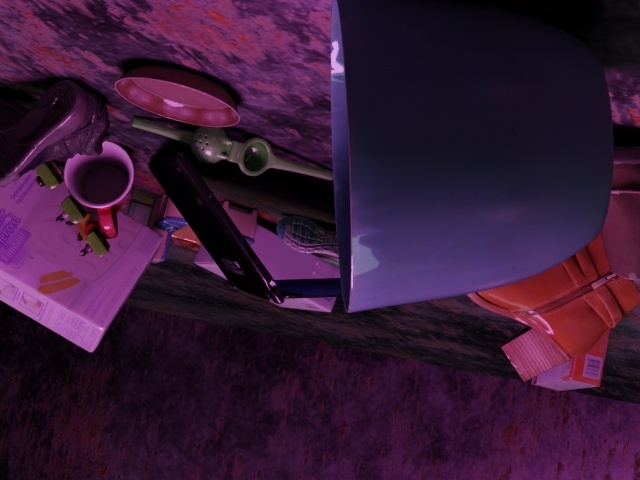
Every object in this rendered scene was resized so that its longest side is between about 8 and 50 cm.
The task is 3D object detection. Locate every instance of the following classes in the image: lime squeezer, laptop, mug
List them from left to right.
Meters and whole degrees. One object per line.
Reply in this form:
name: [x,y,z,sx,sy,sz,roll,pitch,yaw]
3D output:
mug: [-0.375,-0.083,2.078,0.113,0.150,0.169,19,173,-3]
lime squeezer: [-0.126,-0.125,1.784,0.310,0.059,0.110,14,169,-6]
laptop: [-0.046,-0.025,1.945,0.408,0.236,0.382,55,169,-9]

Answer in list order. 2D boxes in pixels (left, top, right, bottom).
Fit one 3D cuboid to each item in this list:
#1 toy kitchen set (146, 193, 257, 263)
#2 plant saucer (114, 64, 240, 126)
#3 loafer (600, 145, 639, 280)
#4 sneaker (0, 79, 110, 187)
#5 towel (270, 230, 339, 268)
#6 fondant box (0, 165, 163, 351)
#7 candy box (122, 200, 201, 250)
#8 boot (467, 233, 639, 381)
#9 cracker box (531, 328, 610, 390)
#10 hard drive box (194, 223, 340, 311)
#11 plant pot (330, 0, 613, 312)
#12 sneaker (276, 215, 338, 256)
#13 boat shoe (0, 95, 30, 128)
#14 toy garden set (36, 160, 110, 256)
toy kitchen set: [-0.230,-0.009,2.307,0.166,0.122,0.207,17,169,-18]
plant saucer: [-0.184,-0.191,1.600,0.168,0.029,0.168,14,170,3]
loafer: [0.404,-0.016,1.487,0.133,0.130,0.366,5,166,36]
sneaker: [-0.394,-0.138,1.780,0.227,0.087,0.130,-36,153,19]
towel: [-0.009,0.050,2.555,0.247,0.038,0.325,16,169,-6]
fondant box: [-0.483,0.013,2.191,0.330,0.238,0.096,30,141,-4]
candy box: [-0.329,-0.031,2.505,0.186,0.053,0.109,17,169,-8]
boot: [0.318,0.040,1.780,0.283,0.220,0.109,56,-177,1]
cracker box: [0.500,0.214,2.442,0.067,0.156,0.232,15,169,-7]
hard drive box: [-0.100,0.053,2.407,0.232,0.089,0.181,29,164,-33]
plant pot: [0.133,-0.086,1.129,0.235,0.293,0.293,-3,169,-2]
sneaker: [0.000,0.000,2.245,0.166,0.065,0.076,18,178,2]
boat shoe: [-0.601,-0.188,1.857,0.355,0.132,0.130,9,168,16]
toy garden set: [-0.445,-0.076,2.065,0.244,0.049,0.204,56,176,-9]
